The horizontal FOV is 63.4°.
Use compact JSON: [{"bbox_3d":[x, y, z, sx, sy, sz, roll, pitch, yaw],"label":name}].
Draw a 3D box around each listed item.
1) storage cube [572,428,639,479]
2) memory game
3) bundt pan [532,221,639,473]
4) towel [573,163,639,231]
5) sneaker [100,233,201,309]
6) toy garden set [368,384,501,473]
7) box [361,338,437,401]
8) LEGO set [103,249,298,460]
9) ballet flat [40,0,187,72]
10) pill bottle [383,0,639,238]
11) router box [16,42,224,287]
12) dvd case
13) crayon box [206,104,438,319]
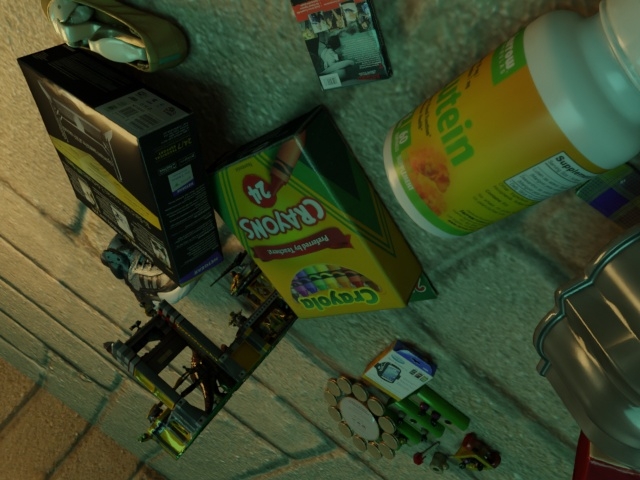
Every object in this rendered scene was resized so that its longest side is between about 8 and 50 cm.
[{"bbox_3d":[0.405,0.267,0.608,0.183,0.215,0.193,9,127,27],"label":"storage cube"},{"bbox_3d":[0.076,0.341,0.998,0.186,0.012,0.186,28,134,35],"label":"memory game"},{"bbox_3d":[0.361,0.096,0.423,0.330,0.124,0.331,-4,133,-4],"label":"bundt pan"},{"bbox_3d":[0.309,-0.042,0.524,0.083,0.009,0.060,38,140,-4],"label":"towel"},{"bbox_3d":[-0.302,0.038,0.929,0.153,0.101,0.268,46,141,-16],"label":"sneaker"},{"bbox_3d":[0.190,0.380,0.973,0.203,0.049,0.244,38,139,-4],"label":"toy garden set"},{"bbox_3d":[0.135,0.218,0.874,0.081,0.028,0.136,34,137,1],"label":"box"},{"bbox_3d":[-0.191,0.158,0.823,0.192,0.331,0.255,40,153,5],"label":"LEGO set"},{"bbox_3d":[-0.279,-0.267,0.647,0.232,0.073,0.080,20,137,16],"label":"ballet flat"},{"bbox_3d":[0.184,-0.105,0.449,0.136,0.136,0.245,46,138,-12],"label":"pill bottle"},{"bbox_3d":[-0.275,-0.109,0.725,0.308,0.081,0.243,33,143,30],"label":"router box"},{"bbox_3d":[0.020,-0.220,0.542,0.087,0.013,0.120,0,127,34],"label":"dvd case"},{"bbox_3d":[0.000,0.000,0.713,0.202,0.081,0.319,-15,120,41],"label":"crayon box"}]
